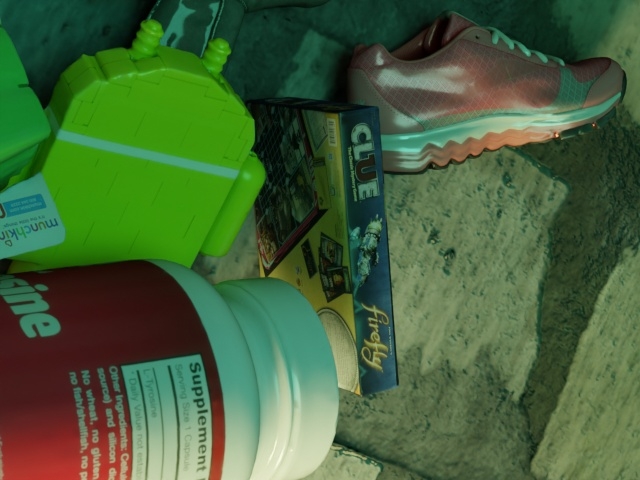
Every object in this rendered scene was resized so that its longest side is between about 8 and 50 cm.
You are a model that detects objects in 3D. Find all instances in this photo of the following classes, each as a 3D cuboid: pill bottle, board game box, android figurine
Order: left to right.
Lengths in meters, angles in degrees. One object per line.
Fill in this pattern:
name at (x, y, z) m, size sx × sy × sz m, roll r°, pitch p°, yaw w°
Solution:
pill bottle at (-0.198, 0.134, 1.361) m, size 0.407 × 0.229 × 0.229 m, roll -7°, pitch 101°, yaw -35°
android figurine at (-0.160, -0.054, 1.441) m, size 0.248 × 0.056 × 0.273 m, roll 10°, pitch 119°, yaw -31°
board game box at (0.000, 0.000, 1.542) m, size 0.042 × 0.165 × 0.243 m, roll -11°, pitch 103°, yaw -30°

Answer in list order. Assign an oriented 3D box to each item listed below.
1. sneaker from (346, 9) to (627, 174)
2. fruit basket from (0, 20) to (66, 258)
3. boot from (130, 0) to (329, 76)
sneaker at (0.159, -0.153, 1.645) m, size 0.313 × 0.116 × 0.136 m, roll -15°, pitch 103°, yaw -28°
fruit basket at (-0.393, -0.096, 1.254) m, size 0.353 × 0.165 × 0.327 m, roll -21°, pitch 79°, yaw -31°
boot at (-0.087, -0.160, 1.520) m, size 0.189 × 0.076 × 0.209 m, roll 15°, pitch 87°, yaw -30°
